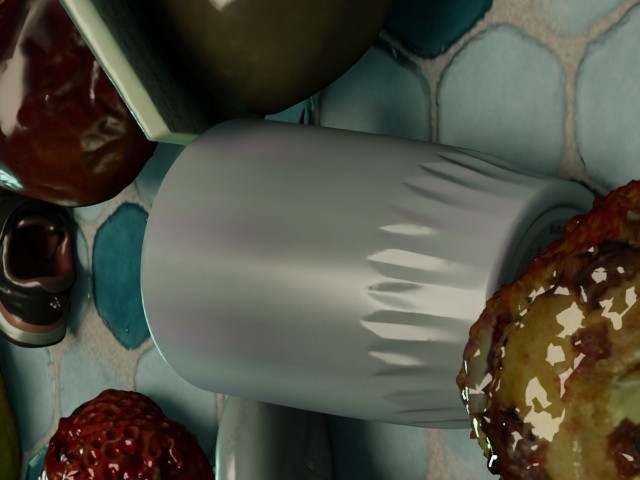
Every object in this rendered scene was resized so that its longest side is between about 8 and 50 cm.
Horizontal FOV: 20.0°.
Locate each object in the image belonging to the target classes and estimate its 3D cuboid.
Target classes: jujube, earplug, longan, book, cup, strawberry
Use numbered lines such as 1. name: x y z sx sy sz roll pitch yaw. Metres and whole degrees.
1. jujube: -0.270 -0.197 1.982 0.223 0.223 0.318 26 105 47
2. earplug: 0.000 0.266 1.717 0.175 0.214 0.325 -31 63 7
3. longan: -0.053 -0.247 1.670 0.300 0.243 0.300 -166 90 -84
4. book: -0.173 -0.197 1.697 0.031 0.379 0.264 -32 87 8
5. cup: 0.048 0.034 1.556 0.372 0.253 0.253 9 101 38
6. strawberry: -0.222 0.253 1.997 0.244 0.205 0.205 -109 36 -51

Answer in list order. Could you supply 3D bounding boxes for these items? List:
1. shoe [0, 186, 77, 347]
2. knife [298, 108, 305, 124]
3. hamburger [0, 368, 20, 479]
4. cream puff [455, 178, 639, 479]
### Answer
1. shoe: -0.375 -0.014 2.203 0.291 0.114 0.137 62 141 24
2. knife: -0.035 -0.023 1.798 0.060 0.028 0.230 119 162 -72
3. hamburger: -0.535 0.278 2.324 0.287 0.268 0.445 34 118 40
4. cream puff: 0.267 0.109 1.306 0.350 0.228 0.350 2 103 10
